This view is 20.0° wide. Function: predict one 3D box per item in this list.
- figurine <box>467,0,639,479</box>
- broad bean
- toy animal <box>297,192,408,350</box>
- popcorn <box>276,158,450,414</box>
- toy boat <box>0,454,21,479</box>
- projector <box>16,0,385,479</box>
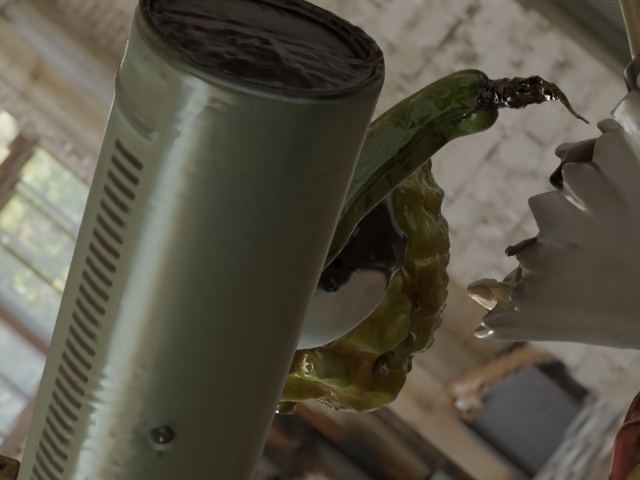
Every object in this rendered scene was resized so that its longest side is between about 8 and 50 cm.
[{"bbox_3d":[0.168,0.069,0.632,0.207,0.387,0.166,-9,-4,-16],"label":"figurine"},{"bbox_3d":[-0.002,-0.005,1.029,0.318,0.056,0.098,-35,28,8],"label":"broad bean"},{"bbox_3d":[-0.051,0.010,1.183,0.166,0.138,0.179,-44,-26,28],"label":"toy animal"},{"bbox_3d":[-0.026,0.012,1.633,0.279,0.274,0.335,-27,22,-10],"label":"popcorn"},{"bbox_3d":[-0.328,0.206,1.559,0.077,0.200,0.057,-55,-24,-59],"label":"toy boat"},{"bbox_3d":[-0.069,0.056,0.797,0.108,0.108,0.337,-46,-23,-59],"label":"projector"}]
